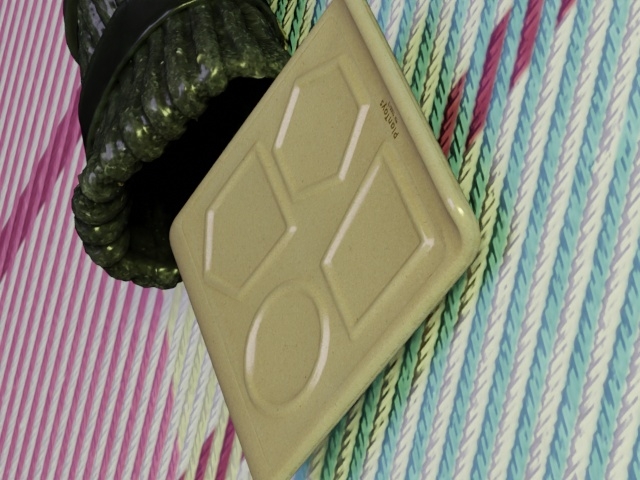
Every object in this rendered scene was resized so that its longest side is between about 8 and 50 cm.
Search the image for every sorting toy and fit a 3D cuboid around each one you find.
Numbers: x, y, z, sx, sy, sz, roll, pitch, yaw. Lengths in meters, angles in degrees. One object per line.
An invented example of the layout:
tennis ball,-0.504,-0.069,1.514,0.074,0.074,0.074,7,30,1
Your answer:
sorting toy,0.000,0.000,0.992,0.208,0.038,0.193,-56,39,32

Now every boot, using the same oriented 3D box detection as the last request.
boot,-0.068,-0.172,1.133,0.260,0.131,0.348,-103,21,-55
